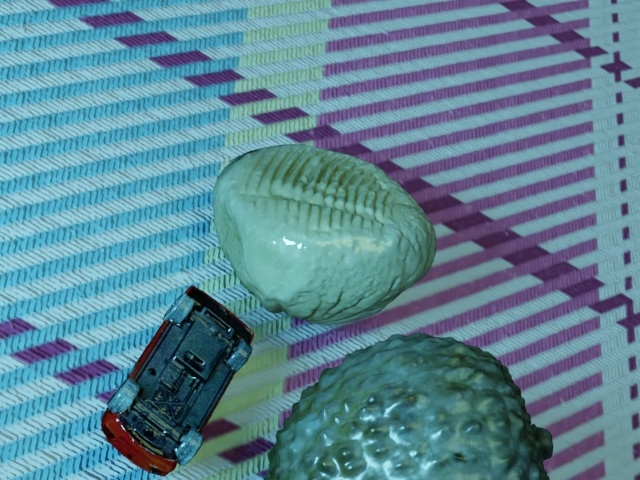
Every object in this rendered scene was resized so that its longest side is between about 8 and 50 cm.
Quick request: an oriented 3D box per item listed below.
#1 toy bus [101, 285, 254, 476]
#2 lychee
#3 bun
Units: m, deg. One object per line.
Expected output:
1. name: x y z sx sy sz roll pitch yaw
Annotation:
1. toy bus: -0.131 0.128 1.563 0.081 0.089 0.195 39 38 -8
2. lychee: 0.080 0.211 1.581 0.274 0.255 0.255 -23 71 -18
3. bun: 0.000 0.000 1.761 0.220 0.134 0.220 12 27 -6
